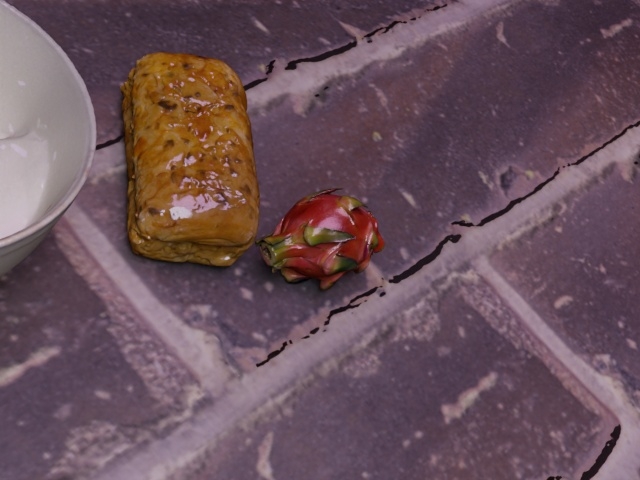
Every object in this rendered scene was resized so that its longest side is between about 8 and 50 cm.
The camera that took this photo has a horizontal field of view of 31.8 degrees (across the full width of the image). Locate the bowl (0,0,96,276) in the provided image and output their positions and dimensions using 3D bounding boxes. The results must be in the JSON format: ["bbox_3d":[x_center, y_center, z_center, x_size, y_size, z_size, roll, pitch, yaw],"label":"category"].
[{"bbox_3d":[-0.313,-0.062,0.811,0.277,0.145,0.277,15,49,-18],"label":"bowl"}]

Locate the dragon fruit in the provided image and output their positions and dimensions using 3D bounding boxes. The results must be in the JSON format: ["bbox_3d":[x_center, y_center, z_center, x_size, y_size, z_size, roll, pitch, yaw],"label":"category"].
[{"bbox_3d":[-0.002,0.001,0.982,0.116,0.086,0.081,-19,77,-23],"label":"dragon fruit"}]

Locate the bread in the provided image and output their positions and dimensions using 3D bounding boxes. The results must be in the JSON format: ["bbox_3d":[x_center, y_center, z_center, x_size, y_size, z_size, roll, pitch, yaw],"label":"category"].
[{"bbox_3d":[-0.115,-0.076,0.983,0.114,0.083,0.211,5,50,-22],"label":"bread"}]
